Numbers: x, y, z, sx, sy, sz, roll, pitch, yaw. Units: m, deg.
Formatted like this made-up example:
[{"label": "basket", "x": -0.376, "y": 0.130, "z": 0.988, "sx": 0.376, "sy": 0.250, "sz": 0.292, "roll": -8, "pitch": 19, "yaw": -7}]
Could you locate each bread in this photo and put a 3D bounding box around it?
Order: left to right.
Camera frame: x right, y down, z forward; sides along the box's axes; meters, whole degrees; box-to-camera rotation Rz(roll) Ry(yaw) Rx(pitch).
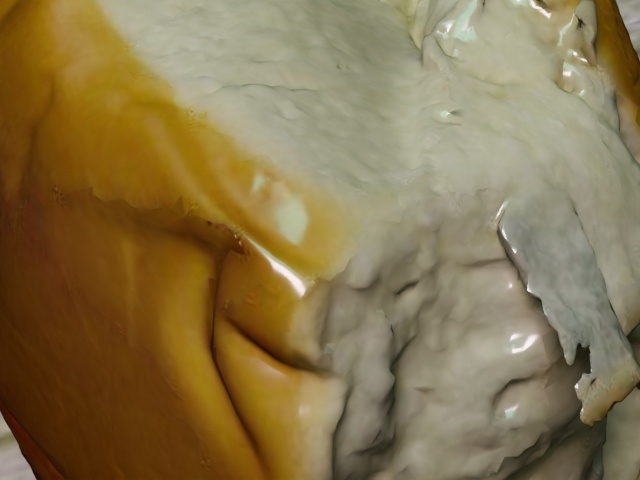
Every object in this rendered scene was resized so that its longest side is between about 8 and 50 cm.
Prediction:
[{"label": "bread", "x": 0.000, "y": 0.000, "z": 0.537, "sx": 0.225, "sy": 0.250, "sz": 0.279, "roll": -20, "pitch": 47, "yaw": -18}]
